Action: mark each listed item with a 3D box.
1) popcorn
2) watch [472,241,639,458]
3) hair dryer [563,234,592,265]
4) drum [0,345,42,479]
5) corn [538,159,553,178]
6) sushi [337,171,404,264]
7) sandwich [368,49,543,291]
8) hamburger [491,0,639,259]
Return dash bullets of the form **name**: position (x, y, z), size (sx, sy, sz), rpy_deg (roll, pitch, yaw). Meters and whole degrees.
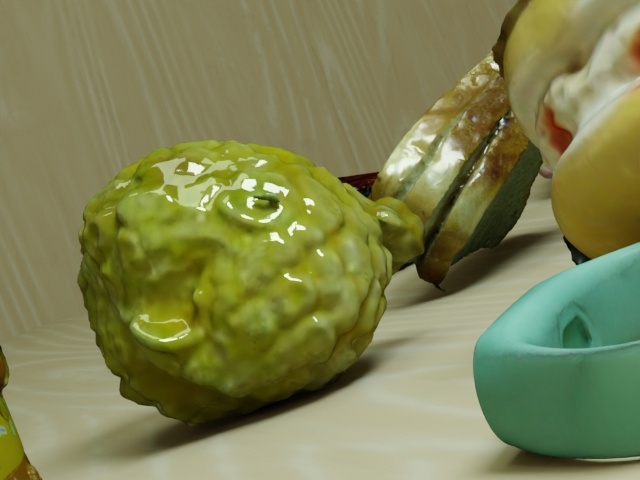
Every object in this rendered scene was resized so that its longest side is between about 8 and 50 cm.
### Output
- **popcorn**: position (-0.049, 0.025, 1.264), size (0.251, 0.206, 0.237), rpy_deg (-9, -16, -25)
- **watch**: position (0.181, 0.036, 0.818), size (0.195, 0.068, 0.237), rpy_deg (-17, 6, 28)
- **hair dryer**: position (0.313, -0.070, 1.288), size (0.302, 0.244, 0.116), rpy_deg (-55, 3, -13)
- **drum**: position (-0.407, 0.158, 1.083), size (0.431, 0.214, 0.431), rpy_deg (-20, 5, 2)
- **corn**: position (0.322, -0.138, 2.129), size (0.126, 0.127, 0.335), rpy_deg (-20, 3, 11)
- **sushi**: position (0.000, 0.000, 1.900), size (0.225, 0.126, 0.136), rpy_deg (-8, 10, 44)
- **sandwich**: position (0.129, -0.045, 1.595), size (0.254, 0.099, 0.288), rpy_deg (-51, -11, -28)
- **hamburger**: position (0.270, -0.081, 1.002), size (0.302, 0.186, 0.261), rpy_deg (-4, -28, -33)
